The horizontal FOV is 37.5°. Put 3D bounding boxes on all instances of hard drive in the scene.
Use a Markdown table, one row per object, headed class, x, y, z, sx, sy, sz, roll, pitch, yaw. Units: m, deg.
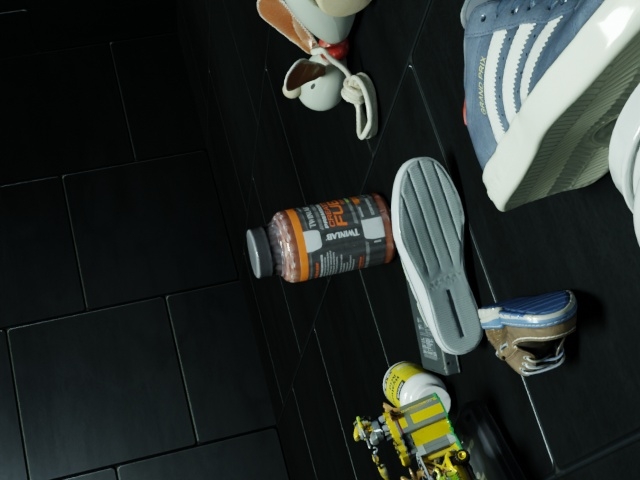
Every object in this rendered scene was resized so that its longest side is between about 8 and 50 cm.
| class | x | y | z | sx | sy | sz | roll | pitch | yaw |
| --- | --- | --- | --- | --- | --- | --- | --- | --- | --- |
| hard drive | 0.140 | 0.098 | 1.193 | 0.094 | 0.022 | 0.135 | 175 | 84 | -78 |

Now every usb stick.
| class | x | y | z | sx | sy | sz | roll | pitch | yaw |
| --- | --- | --- | --- | --- | --- | --- | --- | --- | --- |
| usb stick | 0.210 | 0.293 | 1.000 | 0.278 | 0.045 | 0.077 | -113 | 16 | -45 |

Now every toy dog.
| class | x | y | z | sx | sy | sz | roll | pitch | yaw |
| --- | --- | --- | --- | --- | --- | --- | --- | --- | --- |
| toy dog | -0.028 | -0.294 | 1.267 | 0.220 | 0.161 | 0.333 | -117 | 20 | -52 |

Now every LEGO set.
| class | x | y | z | sx | sy | sz | roll | pitch | yaw |
| --- | --- | --- | --- | --- | --- | --- | --- | --- | --- |
| LEGO set | 0.096 | 0.347 | 1.085 | 0.331 | 0.192 | 0.255 | 72 | 175 | -59 |

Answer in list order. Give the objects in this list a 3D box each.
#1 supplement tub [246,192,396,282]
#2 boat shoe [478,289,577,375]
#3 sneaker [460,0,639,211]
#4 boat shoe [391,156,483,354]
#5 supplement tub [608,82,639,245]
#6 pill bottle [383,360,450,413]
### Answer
| class | x | y | z | sx | sy | sz | roll | pitch | yaw |
| --- | --- | --- | --- | --- | --- | --- | --- | --- | --- |
| supplement tub | 0.000 | 0.000 | 1.322 | 0.106 | 0.198 | 0.106 | 168 | 90 | -77 |
| boat shoe | 0.195 | 0.085 | 0.855 | 0.183 | 0.066 | 0.066 | 114 | 139 | -86 |
| sneaker | 0.162 | -0.139 | 0.617 | 0.350 | 0.131 | 0.148 | 117 | 136 | -71 |
| boat shoe | 0.120 | 0.018 | 1.064 | 0.076 | 0.083 | 0.226 | -165 | 64 | -75 |
| supplement tub | 0.230 | 0.002 | 0.410 | 0.199 | 0.144 | 0.144 | -113 | 17 | -44 |
| pill bottle | 0.129 | 0.201 | 1.240 | 0.116 | 0.065 | 0.065 | -162 | 61 | -75 |
